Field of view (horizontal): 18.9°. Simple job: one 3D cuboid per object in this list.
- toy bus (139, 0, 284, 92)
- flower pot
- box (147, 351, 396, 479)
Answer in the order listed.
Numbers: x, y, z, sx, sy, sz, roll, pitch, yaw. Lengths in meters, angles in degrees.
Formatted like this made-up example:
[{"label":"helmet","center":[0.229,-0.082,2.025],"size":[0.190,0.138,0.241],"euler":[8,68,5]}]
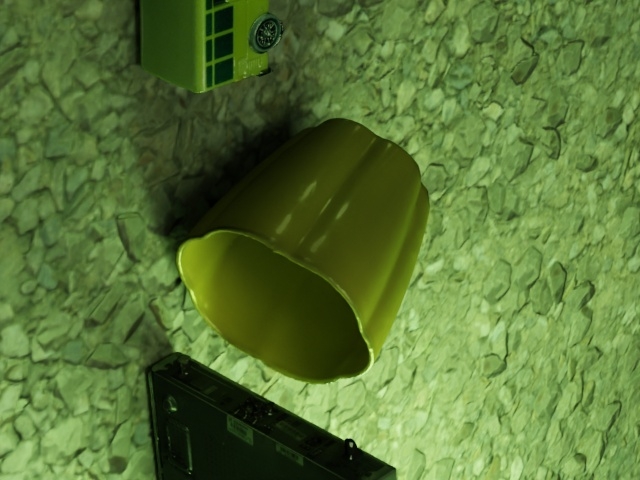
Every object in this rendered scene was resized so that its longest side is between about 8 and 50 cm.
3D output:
[{"label":"toy bus","center":[-0.092,-0.213,1.528],"size":[0.101,0.088,0.175],"euler":[-24,127,-38]},{"label":"flower pot","center":[0.000,0.000,1.680],"size":[0.179,0.195,0.195],"euler":[-55,142,-32]},{"label":"box","center":[-0.044,0.224,1.665],"size":[0.045,0.270,0.211],"euler":[-29,130,-37]}]
